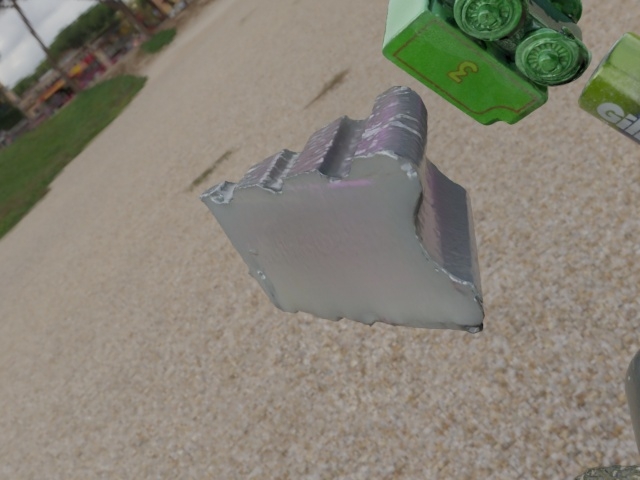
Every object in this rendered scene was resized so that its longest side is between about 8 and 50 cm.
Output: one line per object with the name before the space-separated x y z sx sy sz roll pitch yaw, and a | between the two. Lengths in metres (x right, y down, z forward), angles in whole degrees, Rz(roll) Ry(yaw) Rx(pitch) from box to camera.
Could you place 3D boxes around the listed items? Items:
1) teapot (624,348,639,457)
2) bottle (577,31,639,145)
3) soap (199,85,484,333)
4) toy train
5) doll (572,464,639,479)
teapot | 0.522 0.297 0.963 0.344 0.300 0.253 -58 -6 -44
bottle | 0.421 -0.085 0.764 0.093 0.330 0.093 -47 -18 -20
soap | 0.000 0.000 0.694 0.257 0.159 0.302 -24 14 16
toy train | 0.205 -0.251 0.943 0.188 0.243 0.132 -36 34 46
doll | 0.337 0.172 0.583 0.286 0.091 0.203 7 85 35
